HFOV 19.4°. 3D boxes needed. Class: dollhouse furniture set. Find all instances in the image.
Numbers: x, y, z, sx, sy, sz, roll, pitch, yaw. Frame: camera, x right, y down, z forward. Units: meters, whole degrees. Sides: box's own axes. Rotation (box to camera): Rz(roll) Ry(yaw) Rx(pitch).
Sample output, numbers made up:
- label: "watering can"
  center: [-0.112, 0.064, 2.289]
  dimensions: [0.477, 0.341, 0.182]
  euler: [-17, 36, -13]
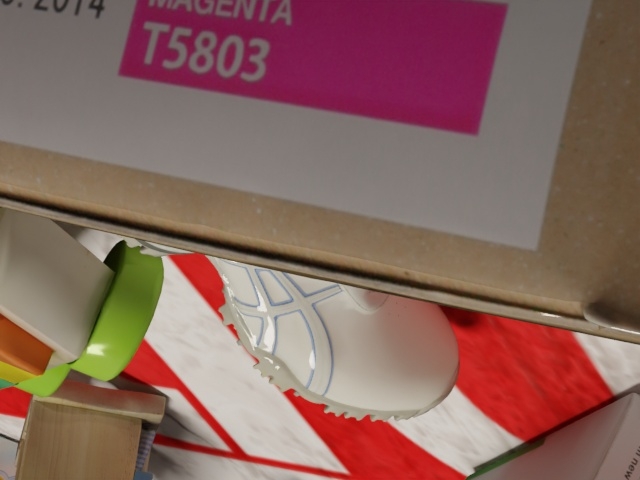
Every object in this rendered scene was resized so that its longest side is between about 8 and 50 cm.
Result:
- label: "dollhouse furniture set"
  center: [-0.069, 0.164, 0.953]
  dimensions: [0.184, 0.129, 0.129]
  euler: [10, 155, -9]

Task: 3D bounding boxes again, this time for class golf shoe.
- label: "golf shoe"
  center: [0.000, 0.000, 0.642]
  dimensions: [0.176, 0.069, 0.086]
  euler: [40, 139, -27]

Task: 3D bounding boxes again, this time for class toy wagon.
- label: "toy wagon"
  center: [-0.196, -0.013, 0.720]
  dimensions: [0.267, 0.068, 0.344]
  euler: [24, 165, -16]

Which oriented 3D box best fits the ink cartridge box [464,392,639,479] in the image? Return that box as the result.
- label: "ink cartridge box"
  center: [0.155, 0.173, 0.729]
  dimensions: [0.219, 0.092, 0.160]
  euler: [35, 154, -6]

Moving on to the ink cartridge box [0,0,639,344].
- label: "ink cartridge box"
  center: [0.027, -0.029, 0.442]
  dimensions: [0.235, 0.088, 0.193]
  euler: [13, 179, 33]

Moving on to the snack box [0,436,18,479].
- label: "snack box"
  center: [-0.191, 0.211, 1.062]
  dimensions: [0.322, 0.187, 0.060]
  euler: [17, 150, 27]
